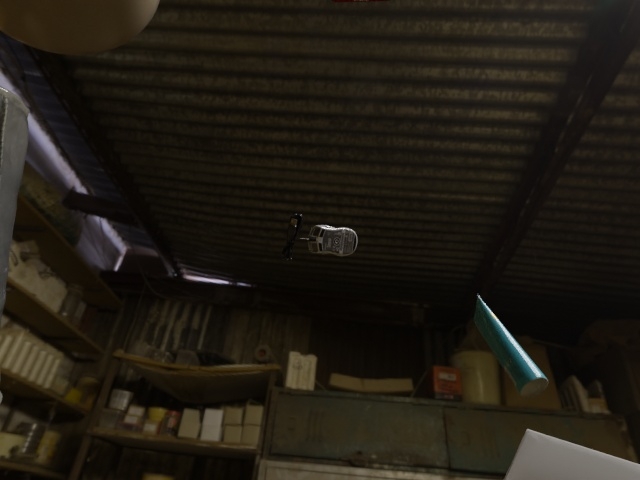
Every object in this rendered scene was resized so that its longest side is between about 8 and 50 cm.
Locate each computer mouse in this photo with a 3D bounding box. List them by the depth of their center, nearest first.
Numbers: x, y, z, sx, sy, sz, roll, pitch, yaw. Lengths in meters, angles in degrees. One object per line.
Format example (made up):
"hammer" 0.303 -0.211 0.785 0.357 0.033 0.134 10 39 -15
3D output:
"computer mouse" 0.000 0.000 1.004 0.192 0.106 0.042 7 2 -33

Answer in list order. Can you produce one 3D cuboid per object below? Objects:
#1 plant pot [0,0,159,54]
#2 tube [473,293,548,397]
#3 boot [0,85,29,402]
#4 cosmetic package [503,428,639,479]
"plant pot" -0.363 -0.428 0.574 0.283 0.285 0.191 17 -10 -16
"tube" 0.347 0.199 0.831 0.052 0.207 0.080 -9 -54 -9
"boot" -0.203 0.014 0.216 0.075 0.209 0.189 12 -1 -22
"cosmetic package" 0.581 0.538 0.842 0.365 0.155 0.197 -1 -51 53
